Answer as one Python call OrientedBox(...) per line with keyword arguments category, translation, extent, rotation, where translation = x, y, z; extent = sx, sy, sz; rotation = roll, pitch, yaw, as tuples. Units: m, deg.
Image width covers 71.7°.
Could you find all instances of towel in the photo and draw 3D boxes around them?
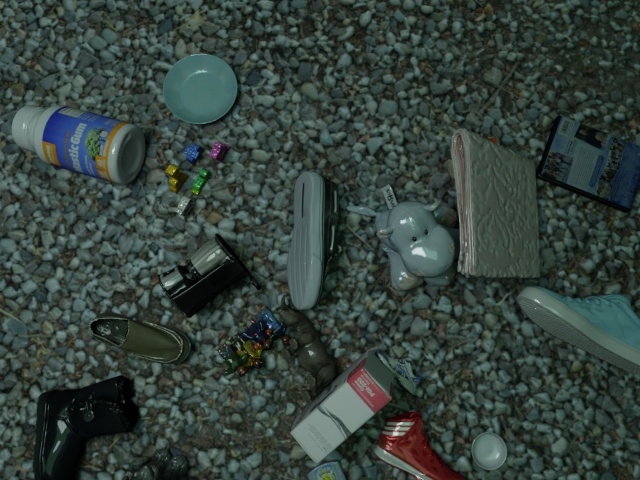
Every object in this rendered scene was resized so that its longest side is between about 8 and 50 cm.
OrientedBox(category="towel", translation=(0.412, -0.069, 1.025), extent=(0.331, 0.053, 0.317), rotation=(7, 81, -41))

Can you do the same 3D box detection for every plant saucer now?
OrientedBox(category="plant saucer", translation=(-0.313, -0.393, 1.168), extent=(0.194, 0.037, 0.195), rotation=(0, 82, 0))

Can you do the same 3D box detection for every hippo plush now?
OrientedBox(category="hippo plush", translation=(0.236, -0.028, 1.017), extent=(0.234, 0.236, 0.294), rotation=(-28, 83, -4))

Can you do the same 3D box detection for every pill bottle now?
OrientedBox(category="pill bottle", translation=(-0.591, -0.242, 1.087), extent=(0.271, 0.152, 0.153), rotation=(15, 82, 2))

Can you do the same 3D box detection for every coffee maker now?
OrientedBox(category="coffee maker", translation=(-0.265, 0.101, 1.056), extent=(0.178, 0.120, 0.171), rotation=(-38, 84, -5))

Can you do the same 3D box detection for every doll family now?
OrientedBox(category="doll family", translation=(-0.152, 0.246, 1.060), extent=(0.193, 0.076, 0.111), rotation=(-44, 80, -9))

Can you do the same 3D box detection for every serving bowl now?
OrientedBox(category="serving bowl", translation=(0.395, 0.494, 1.049), extent=(0.083, 0.027, 0.084), rotation=(0, 82, -1))

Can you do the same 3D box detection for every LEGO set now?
OrientedBox(category="LEGO set", translation=(-0.328, -0.172, 1.108), extent=(0.087, 0.093, 0.227), rotation=(28, 83, 4))

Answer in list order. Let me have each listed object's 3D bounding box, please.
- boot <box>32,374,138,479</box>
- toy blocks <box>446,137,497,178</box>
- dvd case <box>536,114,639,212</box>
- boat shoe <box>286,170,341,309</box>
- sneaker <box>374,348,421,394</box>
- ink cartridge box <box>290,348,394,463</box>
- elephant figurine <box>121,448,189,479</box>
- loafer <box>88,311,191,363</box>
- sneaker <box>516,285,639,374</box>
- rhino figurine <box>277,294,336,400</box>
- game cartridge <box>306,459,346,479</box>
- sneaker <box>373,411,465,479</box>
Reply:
OrientedBox(category="boot", translation=(-0.532, 0.449, 1.016), extent=(0.207, 0.094, 0.247), rotation=(-10, 76, 2))
OrientedBox(category="toy blocks", translation=(0.399, -0.219, 1.104), extent=(0.148, 0.123, 0.054), rotation=(-20, 68, -3))
OrientedBox(category="dvd case", translation=(0.708, -0.200, 1.154), extent=(0.252, 0.022, 0.181), rotation=(22, 83, 3))
OrientedBox(category="boat shoe", translation=(0.000, 0.000, 1.068), extent=(0.119, 0.121, 0.336), rotation=(10, 81, -33))
OrientedBox(category="sneaker", translation=(0.188, 0.306, 1.070), extent=(0.135, 0.052, 0.058), rotation=(45, 74, -2))
OrientedBox(category="ink cartridge box", translation=(0.053, 0.359, 0.977), extent=(0.092, 0.158, 0.218), rotation=(45, 99, 7))
OrientedBox(category="elephant figurine", translation=(-0.378, 0.548, 0.930), extent=(0.169, 0.239, 0.186), rotation=(-14, 82, -2))
OrientedBox(category="loafer", translation=(-0.435, 0.236, 1.051), extent=(0.250, 0.087, 0.095), rotation=(13, 82, 2))
OrientedBox(category="sneaker", translation=(0.643, 0.177, 1.055), extent=(0.365, 0.135, 0.150), rotation=(30, 75, -5))
OrientedBox(category="rhino figurine", translation=(-0.040, 0.242, 1.052), extent=(0.073, 0.106, 0.244), rotation=(-32, 80, 37))
OrientedBox(category="game cartridge", translation=(0.013, 0.554, 1.045), extent=(0.083, 0.017, 0.056), rotation=(-22, 79, -4))
OrientedBox(category="sneaker", translation=(0.245, 0.480, 1.022), extent=(0.221, 0.087, 0.128), rotation=(22, 84, 2))
